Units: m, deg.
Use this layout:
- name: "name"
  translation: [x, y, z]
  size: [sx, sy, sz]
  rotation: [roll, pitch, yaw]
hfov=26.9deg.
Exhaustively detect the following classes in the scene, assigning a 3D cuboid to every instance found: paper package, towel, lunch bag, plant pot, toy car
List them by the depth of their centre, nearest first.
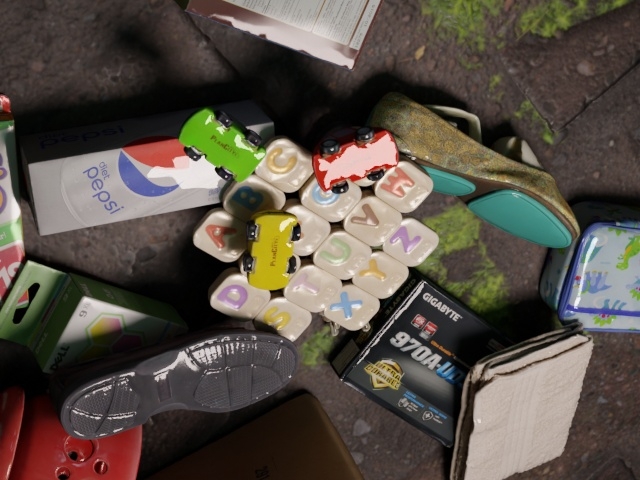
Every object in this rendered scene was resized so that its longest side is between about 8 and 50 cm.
- name: "toy car"
  translation: [-0.062, -0.082, 1.484]
  size: [0.225, 0.053, 0.239]
  rotation: [35, 106, -27]
- name: "plant pot"
  translation: [-0.325, 0.272, 1.617]
  size: [0.174, 0.191, 0.191]
  rotation: [15, 108, -16]
- name: "paper package"
  translation: [-0.071, 0.390, 1.680]
  size: [0.309, 0.325, 0.168]
  rotation: [-28, 119, -5]
- name: "lunch bag"
  translation: [0.421, 0.044, 1.836]
  size: [0.219, 0.090, 0.176]
  rotation: [6, 115, -21]
- name: "towel"
  translation: [0.276, 0.240, 1.841]
  size: [0.187, 0.049, 0.282]
  rotation: [-19, 138, -19]

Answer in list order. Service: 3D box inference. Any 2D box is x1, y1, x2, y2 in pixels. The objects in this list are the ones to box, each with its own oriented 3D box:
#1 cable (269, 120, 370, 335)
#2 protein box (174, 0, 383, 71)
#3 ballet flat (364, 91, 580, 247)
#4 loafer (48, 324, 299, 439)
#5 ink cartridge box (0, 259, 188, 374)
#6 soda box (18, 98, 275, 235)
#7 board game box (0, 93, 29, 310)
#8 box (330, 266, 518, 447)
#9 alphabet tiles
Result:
- name: "cable"
  translation: [-0.006, -0.008, 1.690]
  size: [0.139, 0.072, 0.287]
  rotation: [-5, 103, -10]
- name: "protein box"
  translation: [-0.056, -0.299, 1.439]
  size: [0.201, 0.200, 0.136]
  rotation: [17, 107, -25]
- name: "ballet flat"
  translation: [0.202, -0.095, 1.688]
  size: [0.348, 0.123, 0.123]
  rotation: [21, 105, -29]
- name: "loafer"
  translation: [-0.176, 0.152, 1.593]
  size: [0.302, 0.095, 0.109]
  rotation: [-12, 119, -25]
- name: "ink cartridge box"
  translation: [-0.277, 0.109, 1.607]
  size: [0.209, 0.062, 0.109]
  rotation: [21, 106, -37]
- name: "soda box"
  translation: [-0.197, -0.088, 1.545]
  size: [0.286, 0.098, 0.091]
  rotation: [-11, 116, -15]
- name: "board game box"
  translation: [-0.407, -0.036, 1.531]
  size: [0.124, 0.039, 0.259]
  rotation: [-7, 113, -18]
- name: "box"
  translation: [0.148, 0.161, 1.810]
  size: [0.220, 0.051, 0.175]
  rotation: [35, 99, -30]
- name: "alphabet tiles"
  translation: [0.000, 0.000, 1.597]
  size: [0.278, 0.021, 0.284]
  rotation: [32, 109, -33]
